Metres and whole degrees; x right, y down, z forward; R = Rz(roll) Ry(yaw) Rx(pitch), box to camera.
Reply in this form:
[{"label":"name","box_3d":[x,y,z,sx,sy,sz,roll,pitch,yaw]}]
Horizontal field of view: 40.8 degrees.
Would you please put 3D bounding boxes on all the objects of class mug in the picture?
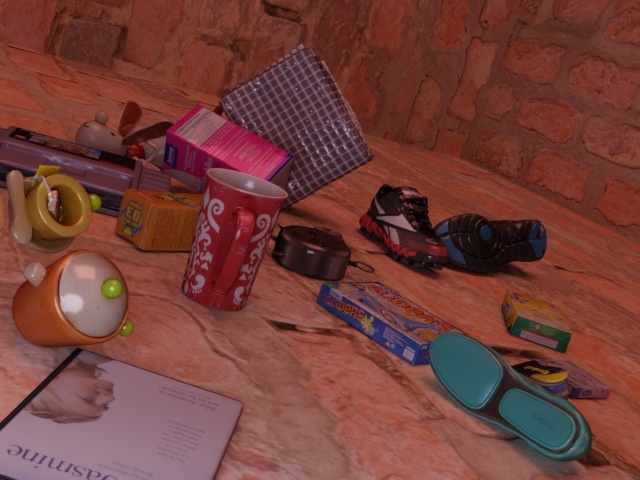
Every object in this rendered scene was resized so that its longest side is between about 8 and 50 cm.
[{"label":"mug","box_3d":[-0.128,0.003,1.146,0.113,0.169,0.150,22,15,13]}]

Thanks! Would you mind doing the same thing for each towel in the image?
[{"label":"towel","box_3d":[-0.053,-0.236,1.787,0.283,0.235,0.121,60,15,-4]}]

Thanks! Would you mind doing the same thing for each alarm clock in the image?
[{"label":"alarm clock","box_3d":[0.005,0.023,1.471,0.192,0.064,0.129,18,14,-15]}]

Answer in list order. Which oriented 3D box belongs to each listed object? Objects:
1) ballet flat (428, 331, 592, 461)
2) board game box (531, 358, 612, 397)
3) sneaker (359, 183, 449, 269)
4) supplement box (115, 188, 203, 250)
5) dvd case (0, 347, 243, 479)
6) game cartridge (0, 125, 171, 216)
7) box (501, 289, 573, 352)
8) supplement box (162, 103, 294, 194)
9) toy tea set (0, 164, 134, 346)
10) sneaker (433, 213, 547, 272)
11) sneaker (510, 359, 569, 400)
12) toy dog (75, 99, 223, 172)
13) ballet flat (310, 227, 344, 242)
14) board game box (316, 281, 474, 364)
[{"label":"ballet flat","box_3d":[0.236,0.201,1.077,0.247,0.083,0.087,33,-4,46]},{"label":"board game box","box_3d":[0.379,0.209,1.307,0.090,0.020,0.090,7,17,-36]},{"label":"sneaker","box_3d":[0.178,-0.035,1.754,0.098,0.135,0.276,12,16,-31]},{"label":"supplement box","box_3d":[-0.204,-0.030,1.365,0.078,0.080,0.233,27,18,38]},{"label":"dvd case","box_3d":[-0.174,0.171,0.748,0.180,0.022,0.253,19,14,0]},{"label":"game cartridge","box_3d":[-0.432,-0.120,1.466,0.355,0.068,0.230,15,19,-14]},{"label":"box","box_3d":[0.383,0.138,1.542,0.105,0.043,0.179,19,16,3]},{"label":"supplement box","box_3d":[-0.177,-0.146,1.635,0.220,0.111,0.114,30,49,12]},{"label":"toy tea set","box_3d":[-0.307,0.013,0.792,0.124,0.200,0.336,-18,-8,34]},{"label":"sneaker","box_3d":[0.349,0.012,1.897,0.341,0.125,0.140,3,-6,-39]},{"label":"sneaker","box_3d":[0.293,0.201,1.181,0.053,0.059,0.144,-17,6,-11]},{"label":"toy dog","box_3d":[-0.318,-0.223,1.782,0.220,0.161,0.334,27,16,31]},{"label":"ballet flat","box_3d":[0.000,0.000,1.596,0.114,0.041,0.041,5,19,-38]},{"label":"board game box","box_3d":[0.110,0.119,1.280,0.201,0.035,0.136,30,18,39]}]
